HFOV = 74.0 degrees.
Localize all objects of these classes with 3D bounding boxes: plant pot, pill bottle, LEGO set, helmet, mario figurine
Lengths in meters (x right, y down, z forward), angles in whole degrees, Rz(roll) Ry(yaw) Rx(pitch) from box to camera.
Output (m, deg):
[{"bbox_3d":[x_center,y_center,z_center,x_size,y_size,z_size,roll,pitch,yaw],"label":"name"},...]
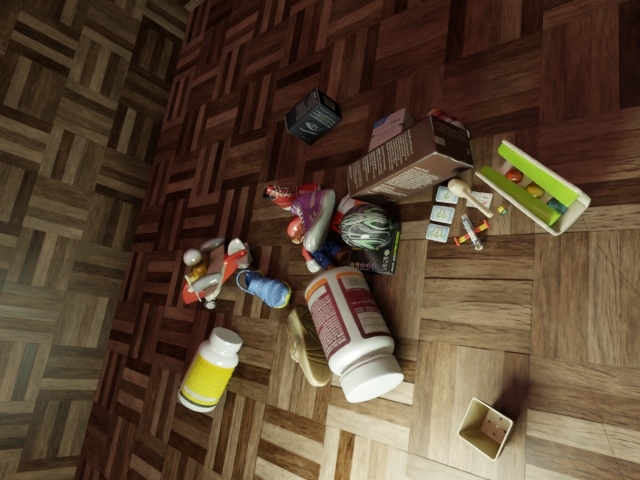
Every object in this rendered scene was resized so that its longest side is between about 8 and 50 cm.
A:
[{"bbox_3d":[0.441,0.485,1.100,0.109,0.096,0.109,25,92,45],"label":"plant pot"},{"bbox_3d":[0.427,-0.377,1.437,0.086,0.086,0.152,-52,48,16],"label":"pill bottle"},{"bbox_3d":[0.448,-0.074,1.330,0.244,0.060,0.183,16,90,45],"label":"LEGO set"},{"bbox_3d":[0.155,-0.049,1.460,0.169,0.161,0.170,-18,61,37],"label":"helmet"},{"bbox_3d":[0.000,0.000,1.709,0.198,0.170,0.320,-33,56,-17],"label":"mario figurine"},{"bbox_3d":[0.107,0.301,1.396,0.224,0.224,0.393,-42,50,25],"label":"pill bottle"},{"bbox_3d":[-0.481,0.565,1.880,0.187,0.187,0.334,34,99,45],"label":"pill bottle"}]

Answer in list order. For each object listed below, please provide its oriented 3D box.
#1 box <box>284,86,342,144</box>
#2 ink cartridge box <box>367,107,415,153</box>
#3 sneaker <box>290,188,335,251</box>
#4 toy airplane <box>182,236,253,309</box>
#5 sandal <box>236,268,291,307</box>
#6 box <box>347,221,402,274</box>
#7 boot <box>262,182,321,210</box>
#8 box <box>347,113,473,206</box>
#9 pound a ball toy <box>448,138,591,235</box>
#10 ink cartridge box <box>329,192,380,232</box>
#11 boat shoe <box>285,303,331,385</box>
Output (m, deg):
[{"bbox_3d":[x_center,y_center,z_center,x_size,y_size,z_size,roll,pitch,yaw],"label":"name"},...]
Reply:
[{"bbox_3d":[-0.034,-0.548,1.889,0.207,0.153,0.108,-31,56,31],"label":"box"},{"bbox_3d":[0.261,-0.375,1.557,0.139,0.082,0.191,-18,44,38],"label":"ink cartridge box"},{"bbox_3d":[-0.050,-0.076,1.620,0.160,0.102,0.282,2,51,22],"label":"sneaker"},{"bbox_3d":[-0.511,0.117,2.010,0.386,0.272,0.385,-12,47,55],"label":"toy airplane"},{"bbox_3d":[-0.256,0.203,1.838,0.317,0.138,0.126,14,83,43],"label":"sandal"},{"bbox_3d":[0.193,0.028,1.540,0.190,0.045,0.184,1,77,43],"label":"box"},{"bbox_3d":[-0.130,-0.210,1.840,0.244,0.176,0.089,-17,62,37],"label":"boot"},{"bbox_3d":[0.279,-0.246,1.402,0.381,0.191,0.143,-21,67,48],"label":"box"},{"bbox_3d":[0.548,-0.132,1.201,0.208,0.135,0.319,-54,45,20],"label":"pound a ball toy"},{"bbox_3d":[0.115,-0.108,1.613,0.179,0.045,0.145,-40,43,-14],"label":"ink cartridge box"},{"bbox_3d":[-0.053,0.403,1.593,0.110,0.121,0.341,-48,38,25],"label":"boat shoe"}]
